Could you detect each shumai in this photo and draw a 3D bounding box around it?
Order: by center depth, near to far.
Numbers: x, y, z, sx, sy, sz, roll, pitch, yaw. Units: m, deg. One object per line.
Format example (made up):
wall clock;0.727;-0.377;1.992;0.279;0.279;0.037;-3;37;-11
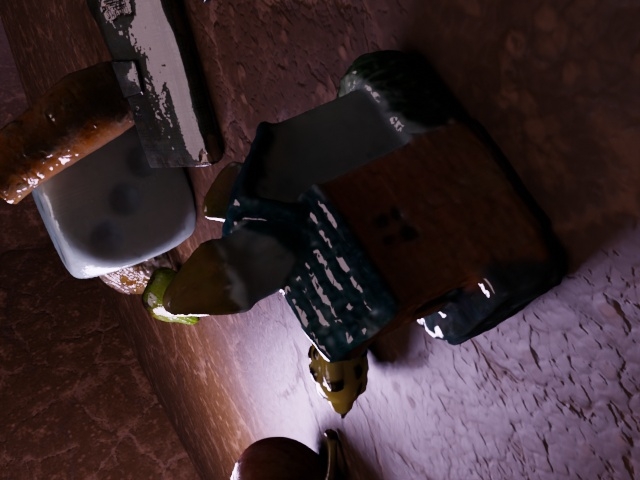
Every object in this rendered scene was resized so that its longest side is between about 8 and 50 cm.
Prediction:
shumai;-0.478;0.031;1.875;0.184;0.218;0.186;108;173;-52

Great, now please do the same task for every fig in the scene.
fig;-0.039;0.442;1.240;0.249;0.204;0.186;-16;134;34
fig;-0.355;0.143;1.738;0.156;0.123;0.123;29;158;-9

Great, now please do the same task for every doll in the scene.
doll;0.003;0.085;0.904;0.117;0.086;0.291;-86;-17;-73

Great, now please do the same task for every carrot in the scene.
carrot;-0.439;-0.188;1.214;0.138;0.302;0.139;45;169;11

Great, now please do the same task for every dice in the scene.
dice;-0.423;-0.091;1.437;0.264;0.267;0.263;11;121;62

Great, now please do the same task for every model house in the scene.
model house;0.000;0.000;0.584;0.253;0.291;0.184;60;151;17

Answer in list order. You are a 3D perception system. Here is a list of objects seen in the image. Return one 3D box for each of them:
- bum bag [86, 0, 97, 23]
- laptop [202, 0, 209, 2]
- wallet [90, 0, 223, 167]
bum bag;-0.340;-0.376;1.230;0.326;0.079;0.142;57;165;-6
laptop;-0.169;-0.420;0.904;0.197;0.016;0.135;66;156;4
wallet;-0.261;-0.267;1.131;0.168;0.044;0.317;1;117;35
